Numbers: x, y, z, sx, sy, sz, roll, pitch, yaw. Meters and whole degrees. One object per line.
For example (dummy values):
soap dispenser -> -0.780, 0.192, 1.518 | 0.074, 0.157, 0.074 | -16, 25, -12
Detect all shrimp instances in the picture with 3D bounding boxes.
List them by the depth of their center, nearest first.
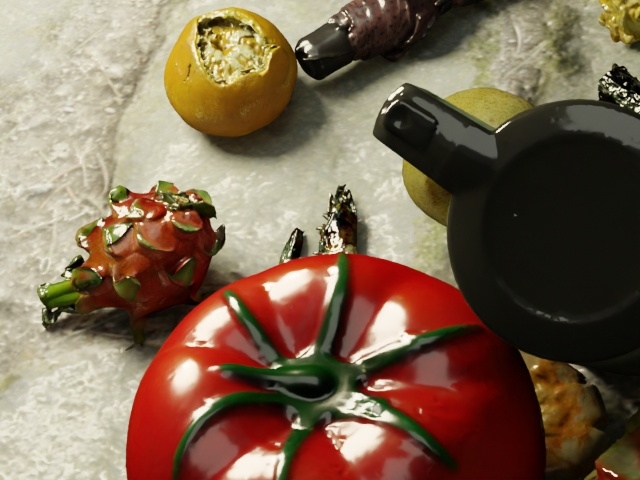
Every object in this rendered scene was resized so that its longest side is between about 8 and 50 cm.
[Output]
shrimp -> 0.157, 0.141, 1.917 | 0.154, 0.062, 0.294 | -40, 54, -11
shrimp -> 0.000, 0.000, 2.087 | 0.091, 0.034, 0.161 | -2, 50, 11

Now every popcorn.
popcorn -> 0.349, -0.265, 2.206 | 0.057, 0.082, 0.083 | -25, 55, -12

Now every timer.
timer -> 0.015, 0.198, 1.750 | 0.378, 0.279, 0.378 | -7, 48, 7

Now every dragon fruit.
dragon fruit -> -0.201, 0.033, 2.051 | 0.236, 0.135, 0.137 | -38, 49, 7

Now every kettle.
kettle -> 0.220, -0.031, 1.772 | 0.361, 0.377, 0.250 | 38, 98, 15

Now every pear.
pear -> 0.173, -0.081, 2.042 | 0.167, 0.167, 0.136 | 15, 38, 23

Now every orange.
orange -> -0.104, -0.194, 2.212 | 0.155, 0.134, 0.154 | -11, 45, 12

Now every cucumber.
cucumber -> 0.364, -0.132, 2.116 | 0.053, 0.053, 0.181 | -32, 54, -16

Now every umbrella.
umbrella -> 0.112, -0.281, 2.269 | 0.326, 0.090, 0.094 | -33, 54, -16

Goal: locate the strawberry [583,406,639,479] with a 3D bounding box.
strawberry -> 0.372, 0.288, 1.619 | 0.345, 0.295, 0.317 | 36, 27, 15
